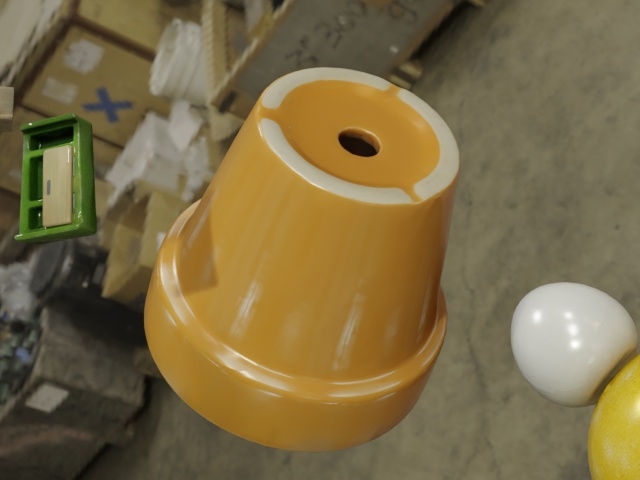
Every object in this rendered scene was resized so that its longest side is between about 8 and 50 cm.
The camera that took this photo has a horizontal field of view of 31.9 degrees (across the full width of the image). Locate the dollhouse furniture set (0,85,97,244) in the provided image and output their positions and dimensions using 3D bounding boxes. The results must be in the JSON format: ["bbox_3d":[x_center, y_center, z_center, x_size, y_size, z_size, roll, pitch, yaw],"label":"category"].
[{"bbox_3d":[-0.159,-0.043,0.480,0.076,0.151,0.058,-9,73,23],"label":"dollhouse furniture set"}]

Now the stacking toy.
[{"bbox_3d":[0.366,0.203,1.006,0.480,0.350,0.350,43,111,29],"label":"stacking toy"}]

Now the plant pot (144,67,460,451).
[{"bbox_3d":[0.000,0.000,0.728,0.205,0.205,0.188,-98,20,-44],"label":"plant pot"}]
